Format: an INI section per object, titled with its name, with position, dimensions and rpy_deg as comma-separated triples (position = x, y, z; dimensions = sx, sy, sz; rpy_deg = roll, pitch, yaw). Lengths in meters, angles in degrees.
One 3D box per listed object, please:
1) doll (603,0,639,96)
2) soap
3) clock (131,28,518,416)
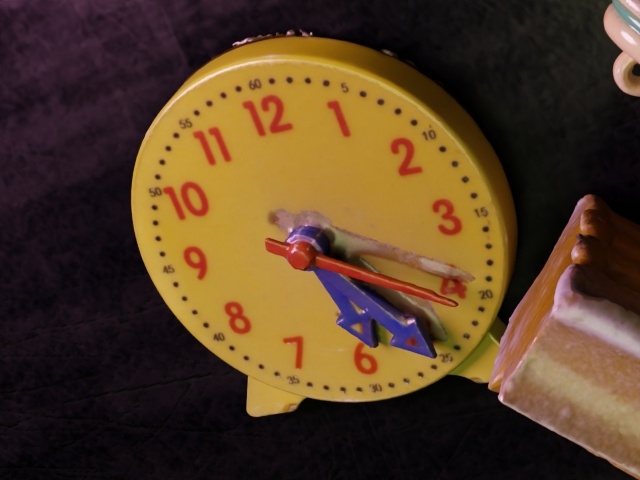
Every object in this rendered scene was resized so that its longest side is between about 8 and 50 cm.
[doll]
position = 0.241, -0.223, 0.915
dimensions = 0.208, 0.144, 0.271
rpy_deg = -14, 117, 4
[soap]
position = 0.253, 0.098, 0.996
dimensions = 0.281, 0.259, 0.143
rpy_deg = 31, 104, 4
[clock]
position = -0.002, 0.001, 1.153
dimensions = 0.277, 0.071, 0.293
rpy_deg = -17, 110, 28
